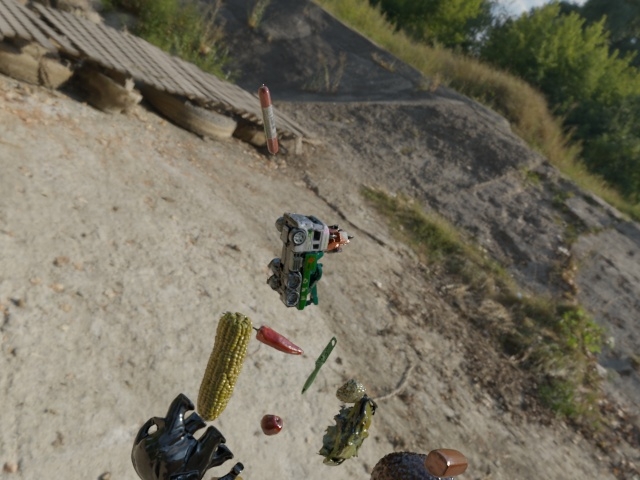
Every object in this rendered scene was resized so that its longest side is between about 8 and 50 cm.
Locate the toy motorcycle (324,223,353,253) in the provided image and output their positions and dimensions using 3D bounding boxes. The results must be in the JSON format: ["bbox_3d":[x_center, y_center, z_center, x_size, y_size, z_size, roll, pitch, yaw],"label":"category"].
[{"bbox_3d":[0.000,0.000,2.084,0.326,0.222,0.147,3,80,-68],"label":"toy motorcycle"}]

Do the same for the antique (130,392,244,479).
[{"bbox_3d":[-0.423,0.673,1.570,0.322,0.185,0.255,45,57,3],"label":"antique"}]

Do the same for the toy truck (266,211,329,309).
[{"bbox_3d":[-0.077,0.081,1.835,0.178,0.363,0.176,-6,23,-28],"label":"toy truck"}]

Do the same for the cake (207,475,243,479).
[{"bbox_3d":[-0.332,0.860,1.704,0.185,0.207,0.178,-10,35,-36],"label":"cake"}]

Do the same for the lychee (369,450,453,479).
[{"bbox_3d":[0.272,0.758,1.524,0.261,0.260,0.260,32,18,-11],"label":"lychee"}]

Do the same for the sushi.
[{"bbox_3d":[0.106,0.711,1.909,0.131,0.290,0.139,18,-25,38],"label":"sushi"}]

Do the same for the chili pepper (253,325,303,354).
[{"bbox_3d":[-0.177,0.394,2.021,0.272,0.063,0.071,31,36,-15],"label":"chili pepper"}]

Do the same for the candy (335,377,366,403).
[{"bbox_3d":[0.108,0.541,1.837,0.085,0.095,0.110,42,-2,25],"label":"candy"}]

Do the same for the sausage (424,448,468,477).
[{"bbox_3d":[0.209,0.363,0.836,0.039,0.041,0.131,28,-4,37],"label":"sausage"}]

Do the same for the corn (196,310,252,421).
[{"bbox_3d":[-0.253,0.330,1.340,0.101,0.291,0.101,17,-4,1],"label":"corn"}]

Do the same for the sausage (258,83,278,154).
[{"bbox_3d":[-0.135,-0.311,1.340,0.029,0.029,0.223,48,-23,34],"label":"sausage"}]

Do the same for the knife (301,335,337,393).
[{"bbox_3d":[-0.010,0.545,2.232,0.043,0.293,0.020,32,2,-9],"label":"knife"}]

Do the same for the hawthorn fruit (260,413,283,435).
[{"bbox_3d":[-0.189,0.718,2.003,0.093,0.093,0.093,32,18,-11],"label":"hawthorn fruit"}]
